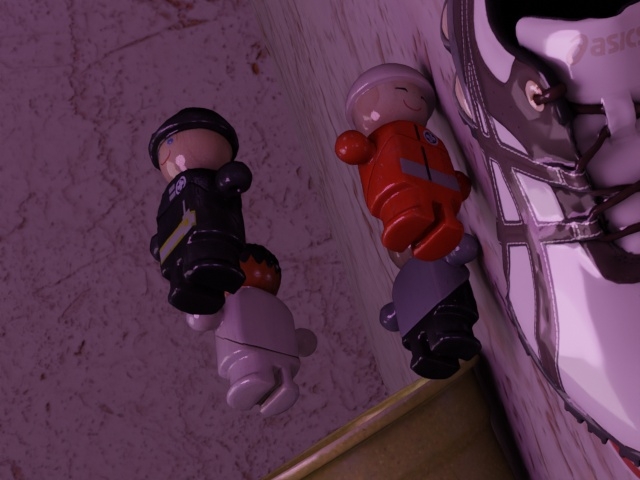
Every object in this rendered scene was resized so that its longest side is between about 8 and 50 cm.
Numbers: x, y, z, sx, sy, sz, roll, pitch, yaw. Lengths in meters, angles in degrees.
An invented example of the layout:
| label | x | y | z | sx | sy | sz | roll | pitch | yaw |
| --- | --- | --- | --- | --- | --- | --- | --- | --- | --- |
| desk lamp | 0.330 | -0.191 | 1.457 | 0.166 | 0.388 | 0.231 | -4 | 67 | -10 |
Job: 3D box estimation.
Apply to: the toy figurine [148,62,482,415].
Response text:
| label | x | y | z | sx | sy | sz | roll | pitch | yaw |
| --- | --- | --- | --- | --- | --- | --- | --- | --- | --- |
| toy figurine | 0.000 | 0.000 | 0.867 | 0.209 | 0.213 | 0.148 | 69 | -172 | -50 |

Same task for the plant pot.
| label | x | y | z | sx | sy | sz | roll | pitch | yaw |
| --- | --- | --- | --- | --- | --- | --- | --- | --- | --- |
| plant pot | 0.080 | 0.269 | 1.076 | 0.253 | 0.276 | 0.276 | 58 | 176 | 6 |

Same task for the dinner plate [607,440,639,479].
| label | x | y | z | sx | sy | sz | roll | pitch | yaw |
| --- | --- | --- | --- | --- | --- | --- | --- | --- | --- |
| dinner plate | 0.132 | 0.048 | 0.596 | 0.141 | 0.017 | 0.141 | 160 | 90 | -88 |

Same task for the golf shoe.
| label | x | y | z | sx | sy | sz | roll | pitch | yaw |
| --- | --- | --- | --- | --- | --- | --- | --- | --- | --- |
| golf shoe | 0.085 | -0.022 | 0.390 | 0.094 | 0.077 | 0.198 | 77 | 171 | -68 |
